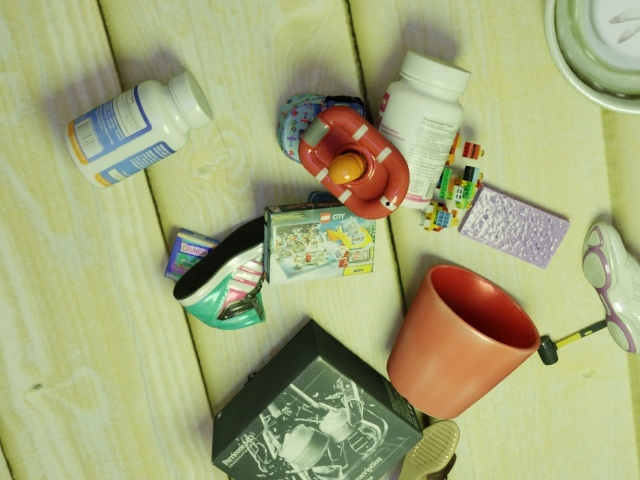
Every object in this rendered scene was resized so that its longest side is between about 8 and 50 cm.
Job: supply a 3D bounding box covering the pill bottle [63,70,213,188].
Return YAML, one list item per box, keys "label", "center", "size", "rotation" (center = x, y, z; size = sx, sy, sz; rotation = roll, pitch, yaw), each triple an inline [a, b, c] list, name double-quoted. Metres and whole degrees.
- label: "pill bottle"
  center: [-0.358, -0.226, 1.722]
  size: [0.272, 0.152, 0.152]
  rotation: [-26, 106, 8]

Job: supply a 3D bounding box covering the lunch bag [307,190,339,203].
- label: "lunch bag"
  center: [0.004, -0.052, 1.821]
  size: [0.067, 0.065, 0.098]
  rotation: [7, 110, -22]

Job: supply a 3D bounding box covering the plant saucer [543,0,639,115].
- label: "plant saucer"
  center: [0.632, -0.444, 1.650]
  size: [0.400, 0.100, 0.401]
  rotation: [5, 113, 12]

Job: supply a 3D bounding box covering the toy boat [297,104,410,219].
- label: "toy boat"
  center: [0.057, -0.136, 1.606]
  size: [0.231, 0.151, 0.151]
  rotation: [42, 113, 0]

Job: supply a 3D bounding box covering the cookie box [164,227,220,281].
- label: "cookie box"
  center: [-0.277, 0.040, 1.864]
  size: [0.091, 0.040, 0.107]
  rotation: [19, 106, -5]

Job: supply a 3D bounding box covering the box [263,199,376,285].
- label: "box"
  center: [0.000, 0.000, 1.776]
  size: [0.233, 0.044, 0.159]
  rotation: [-6, 114, -20]

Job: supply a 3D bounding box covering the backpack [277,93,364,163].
- label: "backpack"
  center: [-0.003, -0.218, 1.742]
  size: [0.173, 0.117, 0.158]
  rotation: [7, 107, 1]

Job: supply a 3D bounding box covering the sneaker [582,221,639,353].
- label: "sneaker"
  center: [0.662, 0.086, 1.856]
  size: [0.152, 0.114, 0.305]
  rotation: [-27, 107, -11]

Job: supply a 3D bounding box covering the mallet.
- label: "mallet"
  center: [0.566, 0.206, 1.919]
  size: [0.189, 0.039, 0.062]
  rotation: [-33, 102, 5]

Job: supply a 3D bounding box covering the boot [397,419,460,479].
- label: "boot"
  center: [0.258, 0.489, 1.936]
  size: [0.090, 0.207, 0.248]
  rotation: [40, 107, 25]

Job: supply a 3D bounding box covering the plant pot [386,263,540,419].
- label: "plant pot"
  center: [0.280, 0.224, 1.821]
  size: [0.275, 0.275, 0.243]
  rotation: [28, 116, -8]

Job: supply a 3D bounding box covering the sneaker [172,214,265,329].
- label: "sneaker"
  center: [-0.149, 0.086, 1.839]
  size: [0.295, 0.124, 0.178]
  rotation: [-38, 125, -9]

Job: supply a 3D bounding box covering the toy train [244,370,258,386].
- label: "toy train"
  center: [-0.176, 0.369, 1.971]
  size: [0.027, 0.036, 0.158]
  rotation: [21, 106, -6]

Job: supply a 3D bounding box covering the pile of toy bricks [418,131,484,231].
- label: "pile of toy bricks"
  center: [0.291, -0.113, 1.793]
  size: [0.105, 0.118, 0.212]
  rotation: [6, 100, -42]

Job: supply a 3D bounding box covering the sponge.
- label: "sponge"
  center: [0.413, -0.029, 1.844]
  size: [0.210, 0.031, 0.117]
  rotation: [22, 107, -7]

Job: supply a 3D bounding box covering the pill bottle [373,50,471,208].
- label: "pill bottle"
  center: [0.187, -0.220, 1.716]
  size: [0.160, 0.160, 0.283]
  rotation: [18, 106, -5]

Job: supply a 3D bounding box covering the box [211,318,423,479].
- label: "box"
  center: [-0.013, 0.411, 1.889]
  size: [0.312, 0.179, 0.343]
  rotation: [39, 102, -17]
